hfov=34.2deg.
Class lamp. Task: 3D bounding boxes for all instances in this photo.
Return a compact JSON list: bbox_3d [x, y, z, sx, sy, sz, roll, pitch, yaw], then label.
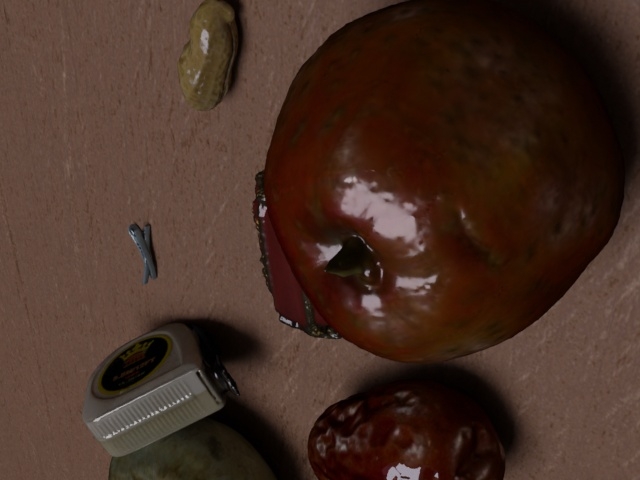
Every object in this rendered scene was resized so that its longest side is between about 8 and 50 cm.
[{"bbox_3d":[0.000,0.000,1.433,0.177,0.177,0.274,12,126,34],"label":"lamp"}]

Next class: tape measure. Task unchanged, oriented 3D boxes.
[{"bbox_3d":[-0.263,0.242,1.808,0.271,0.231,0.133,-28,114,10],"label":"tape measure"}]

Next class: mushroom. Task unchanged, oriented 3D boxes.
[{"bbox_3d":[-0.225,0.470,1.878,0.352,0.260,0.352,22,137,21],"label":"mushroom"}]

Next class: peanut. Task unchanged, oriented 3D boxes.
[{"bbox_3d":[-0.158,-0.259,1.449,0.080,0.080,0.174,33,132,17],"label":"peanut"}]

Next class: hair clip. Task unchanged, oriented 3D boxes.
[{"bbox_3d":[-0.309,0.021,1.812,0.039,0.030,0.115,32,136,46],"label":"hair clip"}]

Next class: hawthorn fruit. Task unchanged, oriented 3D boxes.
[{"bbox_3d":[0.113,-0.058,1.131,0.403,0.403,0.403,22,131,27],"label":"hawthorn fruit"}]

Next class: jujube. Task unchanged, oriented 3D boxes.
[{"bbox_3d":[0.120,0.314,1.539,0.318,0.223,0.223,-9,113,52],"label":"jujube"}]
